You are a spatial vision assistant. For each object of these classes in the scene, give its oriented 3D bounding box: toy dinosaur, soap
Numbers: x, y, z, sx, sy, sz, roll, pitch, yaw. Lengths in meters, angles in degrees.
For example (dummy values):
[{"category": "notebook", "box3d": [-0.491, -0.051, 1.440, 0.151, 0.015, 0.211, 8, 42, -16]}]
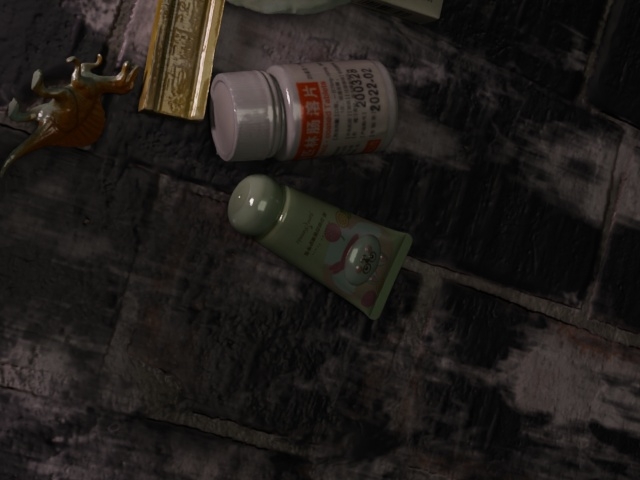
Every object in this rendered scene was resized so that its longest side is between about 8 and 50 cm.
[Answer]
[{"category": "toy dinosaur", "box3d": [-0.348, -0.170, 1.376, 0.142, 0.057, 0.212, 21, 97, -41]}, {"category": "soap", "box3d": [-0.191, -0.298, 1.430, 0.092, 0.037, 0.252, 11, 89, -24]}]

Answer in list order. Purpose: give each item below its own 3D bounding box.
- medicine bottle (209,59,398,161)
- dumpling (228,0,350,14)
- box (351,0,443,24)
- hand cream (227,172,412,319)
[{"category": "medicine bottle", "box3d": [-0.025, -0.186, 1.449, 0.252, 0.144, 0.145, -5, 95, -20]}, {"category": "dumpling", "box3d": [-0.047, -0.456, 1.342, 0.270, 0.212, 0.321, -41, 97, -9]}, {"category": "box", "box3d": [0.123, -0.478, 1.527, 0.164, 0.069, 0.257, 12, 89, -22]}, {"category": "hand cream", "box3d": [0.000, 0.000, 1.510, 0.306, 0.093, 0.147, 28, 83, -31]}]
